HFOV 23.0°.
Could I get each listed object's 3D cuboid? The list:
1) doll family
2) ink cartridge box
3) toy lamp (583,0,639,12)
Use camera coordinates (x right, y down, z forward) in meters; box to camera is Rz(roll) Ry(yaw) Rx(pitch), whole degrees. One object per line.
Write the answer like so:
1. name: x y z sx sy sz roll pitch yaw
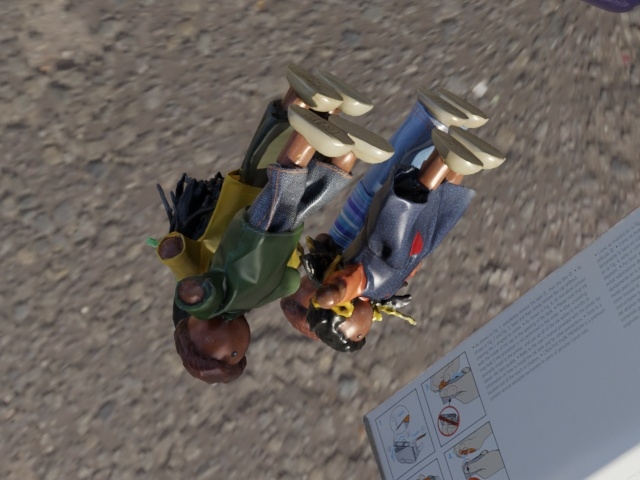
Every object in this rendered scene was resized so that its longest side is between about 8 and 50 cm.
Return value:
1. doll family: 0.000 0.000 0.551 0.076 0.193 0.111 40 111 30
2. ink cartridge box: 0.233 0.101 0.949 0.309 0.271 0.130 -41 51 33
3. toy lamp: 0.280 -0.199 1.141 0.274 0.080 0.080 -1 103 -27
